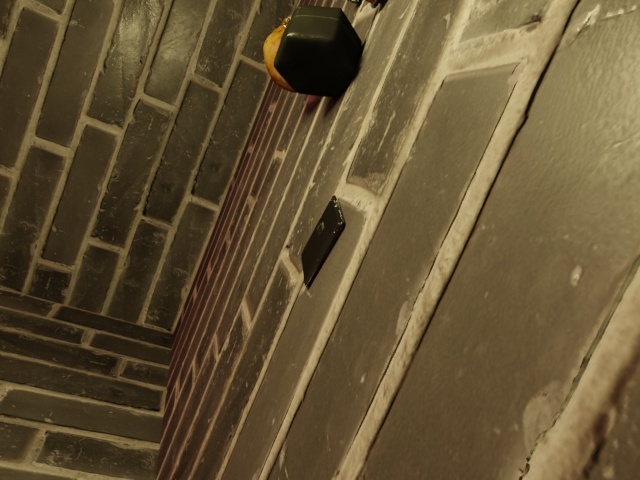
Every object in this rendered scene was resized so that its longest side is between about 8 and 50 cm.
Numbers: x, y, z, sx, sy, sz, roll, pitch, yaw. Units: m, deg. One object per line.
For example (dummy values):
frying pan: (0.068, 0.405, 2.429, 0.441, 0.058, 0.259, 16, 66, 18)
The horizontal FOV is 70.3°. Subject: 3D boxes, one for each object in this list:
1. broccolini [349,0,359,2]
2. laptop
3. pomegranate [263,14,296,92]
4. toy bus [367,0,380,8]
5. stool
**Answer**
broccolini: (0.192, -0.897, 1.350, 0.392, 0.078, 0.074, -50, 16, 29)
laptop: (0.000, 0.000, 1.012, 0.180, 0.016, 0.129, -62, 20, 26)
pomegranate: (-0.069, -0.601, 1.471, 0.248, 0.248, 0.248, -54, 24, 39)
toy bus: (0.142, -0.757, 1.217, 0.121, 0.119, 0.265, -44, 32, 50)
stool: (-0.007, -0.515, 1.248, 0.232, 0.232, 0.141, -38, 35, 57)
